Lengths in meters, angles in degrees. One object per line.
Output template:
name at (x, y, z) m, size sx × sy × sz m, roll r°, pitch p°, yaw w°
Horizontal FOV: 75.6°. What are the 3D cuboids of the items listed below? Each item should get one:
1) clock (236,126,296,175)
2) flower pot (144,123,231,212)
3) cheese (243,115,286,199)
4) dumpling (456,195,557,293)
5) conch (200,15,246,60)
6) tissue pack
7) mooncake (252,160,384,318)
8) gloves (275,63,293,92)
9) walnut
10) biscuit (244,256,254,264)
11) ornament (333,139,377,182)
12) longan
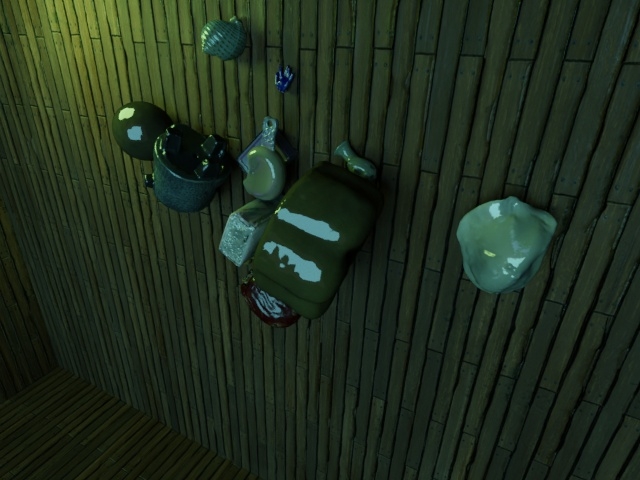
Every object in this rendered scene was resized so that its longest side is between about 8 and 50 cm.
clock at (-0.195, -0.299, 1.494) m, size 0.193 × 0.073 × 0.145 m, roll -35°, pitch 93°, yaw 37°
flower pot at (-0.497, -0.291, 1.551) m, size 0.299 × 0.299 × 0.283 m, roll 46°, pitch 134°, yaw 3°
cheese at (-0.185, -0.278, 1.405) m, size 0.163 × 0.082 × 0.287 m, roll 21°, pitch 120°, yaw 20°
dumpling at (0.498, 0.025, 1.181) m, size 0.242 × 0.187 × 0.318 m, roll 36°, pitch 129°, yaw 6°
conch at (-0.331, -0.670, 1.382) m, size 0.153 × 0.102 × 0.135 m, roll -20°, pitch 117°, yaw 34°
tissue pack at (-0.230, -0.053, 1.509) m, size 0.124 × 0.271 × 0.202 m, roll 33°, pitch 125°, yaw 10°
mooncake at (0.000, 0.000, 1.291) m, size 0.262 × 0.467 × 0.467 m, roll 28°, pitch 124°, yaw 8°
gloves at (-0.124, -0.539, 1.367) m, size 0.064 × 0.026 × 0.086 m, roll 38°, pitch 126°, yaw 12°
walnut at (-0.173, 0.203, 1.638) m, size 0.269 × 0.222 × 0.244 m, roll 42°, pitch 89°, yaw -6°
biscuit at (-0.307, 0.004, 1.728) m, size 0.166 × 0.036 × 0.225 m, roll 45°, pitch 126°, yaw 6°
ornament at (0.116, -0.247, 1.339) m, size 0.156 × 0.081 × 0.075 m, roll 48°, pitch 131°, yaw 7°
longan at (-0.691, -0.428, 1.634) m, size 0.248 × 0.248 × 0.248 m, roll 13°, pitch 118°, yaw 24°
